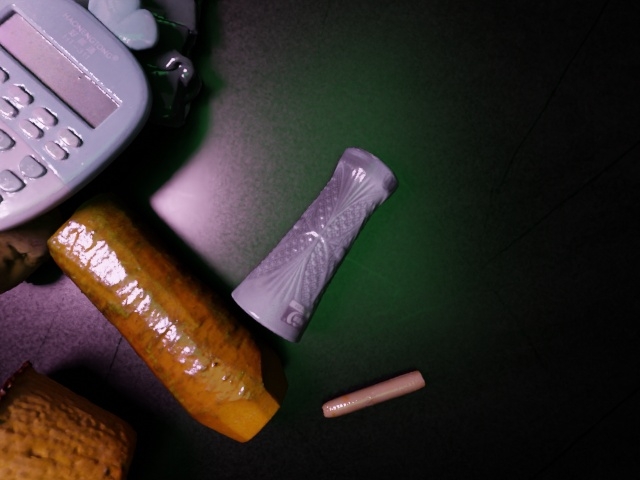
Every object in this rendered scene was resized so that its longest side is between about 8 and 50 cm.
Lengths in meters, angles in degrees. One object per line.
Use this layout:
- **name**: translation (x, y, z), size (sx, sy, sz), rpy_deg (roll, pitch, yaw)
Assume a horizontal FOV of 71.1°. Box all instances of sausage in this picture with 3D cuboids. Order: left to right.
- **sausage**: translation (0.066, 0.194, 0.562), size (0.132, 0.024, 0.024), rpy_deg (-18, 94, -2)

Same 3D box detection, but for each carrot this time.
- **carrot**: translation (-0.164, 0.089, 0.502), size (0.114, 0.114, 0.302), rpy_deg (-43, 92, 1)

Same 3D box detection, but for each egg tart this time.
- **egg tart**: translation (-0.303, 0.249, 0.471), size (0.171, 0.215, 0.215), rpy_deg (25, 92, -19)

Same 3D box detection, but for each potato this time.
- **potato**: translation (-0.384, -0.036, 0.476), size (0.200, 0.137, 0.154), rpy_deg (41, 64, -5)

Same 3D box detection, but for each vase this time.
- **vase**: translation (0.000, 0.000, 0.516), size (0.096, 0.096, 0.219), rpy_deg (36, 89, -4)

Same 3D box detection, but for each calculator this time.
- **calculator**: translation (-0.273, -0.133, 0.423), size (0.184, 0.042, 0.295), rpy_deg (43, 77, -6)

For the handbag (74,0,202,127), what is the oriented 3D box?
- **handbag**: translation (-0.253, -0.270, 0.493), size (0.260, 0.079, 0.247), rpy_deg (10, 94, -4)
